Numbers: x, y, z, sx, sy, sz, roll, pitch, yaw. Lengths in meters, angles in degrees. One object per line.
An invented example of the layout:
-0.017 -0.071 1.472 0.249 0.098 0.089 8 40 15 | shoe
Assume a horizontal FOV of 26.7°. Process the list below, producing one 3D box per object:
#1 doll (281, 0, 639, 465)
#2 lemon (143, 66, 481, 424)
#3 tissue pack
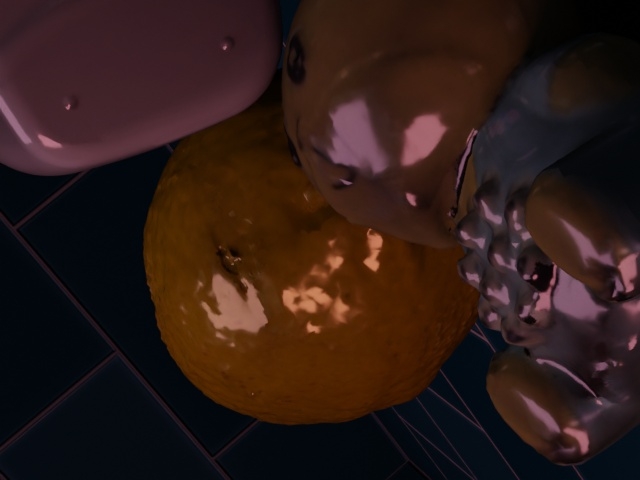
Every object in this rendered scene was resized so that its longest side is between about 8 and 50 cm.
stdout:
0.087 -0.050 0.634 0.260 0.161 0.177 42 150 32 | doll
0.000 0.000 0.995 0.268 0.268 0.322 48 149 11 | lemon
-0.175 -0.218 0.872 0.236 0.229 0.333 23 133 65 | tissue pack
